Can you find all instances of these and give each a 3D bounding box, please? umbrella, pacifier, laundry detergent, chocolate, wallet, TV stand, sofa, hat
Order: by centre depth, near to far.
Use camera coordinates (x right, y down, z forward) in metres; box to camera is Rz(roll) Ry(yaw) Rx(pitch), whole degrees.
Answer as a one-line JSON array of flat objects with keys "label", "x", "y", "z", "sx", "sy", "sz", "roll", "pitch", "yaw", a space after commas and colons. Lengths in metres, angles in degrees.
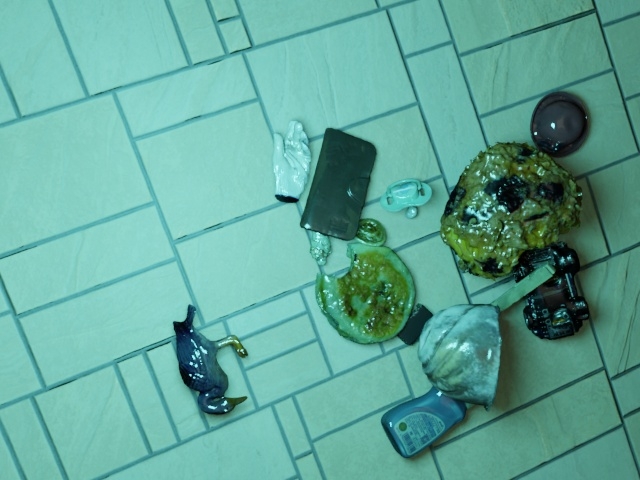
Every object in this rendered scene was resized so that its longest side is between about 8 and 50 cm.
[{"label": "wallet", "x": 0.055, "y": -0.157, "z": 1.733, "sx": 0.165, "sy": 0.042, "sz": 0.309, "roll": 17, "pitch": 75, "yaw": -9}, {"label": "chocolate", "x": 0.383, "y": 0.318, "z": 1.742, "sx": 0.213, "sy": 0.303, "sz": 0.303, "roll": 6, "pitch": 89, "yaw": 7}, {"label": "umbrella", "x": 0.000, "y": 0.000, "z": 1.743, "sx": 0.067, "sy": 0.062, "sz": 0.143, "roll": -5, "pitch": 91, "yaw": -43}, {"label": "pacifier", "x": 0.251, "y": -0.116, "z": 1.788, "sx": 0.150, "sy": 0.126, "sz": 0.116, "roll": -20, "pitch": 133, "yaw": 4}, {"label": "laundry detergent", "x": 0.328, "y": 0.510, "z": 1.812, "sx": 0.290, "sy": 0.094, "sz": 0.143, "roll": -27, "pitch": 91, "yaw": -14}, {"label": "sofa", "x": 0.276, "y": 0.247, "z": 1.818, "sx": 0.060, "sy": 0.039, "sz": 0.118, "roll": 44, "pitch": 81, "yaw": -11}, {"label": "TV stand", "x": 0.581, "y": 0.152, "z": 1.820, "sx": 0.249, "sy": 0.042, "sz": 0.036, "roll": -42, "pitch": 86, "yaw": 26}, {"label": "hat", "x": 0.741, "y": -0.358, "z": 1.889, "sx": 0.206, "sy": 0.089, "sz": 0.205, "roll": 0, "pitch": 92, "yaw": -13}]

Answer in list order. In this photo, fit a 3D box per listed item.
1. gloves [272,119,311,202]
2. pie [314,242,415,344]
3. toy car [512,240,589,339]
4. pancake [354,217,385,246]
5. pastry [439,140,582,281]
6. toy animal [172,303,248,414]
[{"label": "gloves", "x": -0.082, "y": -0.218, "z": 1.699, "sx": 0.119, "sy": 0.097, "sz": 0.229, "roll": 9, "pitch": 94, "yaw": -18}, {"label": "pie", "x": 0.135, "y": 0.153, "z": 1.767, "sx": 0.303, "sy": 0.067, "sz": 0.302, "roll": 0, "pitch": 89, "yaw": -15}, {"label": "toy car", "x": 0.694, "y": 0.158, "z": 1.873, "sx": 0.193, "sy": 0.118, "sz": 0.301, "roll": -14, "pitch": 98, "yaw": 7}, {"label": "pancake", "x": 0.137, "y": -0.024, "z": 1.768, "sx": 0.108, "sy": 0.017, "sz": 0.108, "roll": 6, "pitch": 51, "yaw": -8}, {"label": "pastry", "x": 0.527, "y": -0.101, "z": 1.746, "sx": 0.405, "sy": 0.292, "sz": 0.337, "roll": -33, "pitch": 87, "yaw": -1}, {"label": "toy animal", "x": -0.297, "y": 0.314, "z": 1.644, "sx": 0.185, "sy": 0.122, "sz": 0.298, "roll": -35, "pitch": 97, "yaw": -10}]
